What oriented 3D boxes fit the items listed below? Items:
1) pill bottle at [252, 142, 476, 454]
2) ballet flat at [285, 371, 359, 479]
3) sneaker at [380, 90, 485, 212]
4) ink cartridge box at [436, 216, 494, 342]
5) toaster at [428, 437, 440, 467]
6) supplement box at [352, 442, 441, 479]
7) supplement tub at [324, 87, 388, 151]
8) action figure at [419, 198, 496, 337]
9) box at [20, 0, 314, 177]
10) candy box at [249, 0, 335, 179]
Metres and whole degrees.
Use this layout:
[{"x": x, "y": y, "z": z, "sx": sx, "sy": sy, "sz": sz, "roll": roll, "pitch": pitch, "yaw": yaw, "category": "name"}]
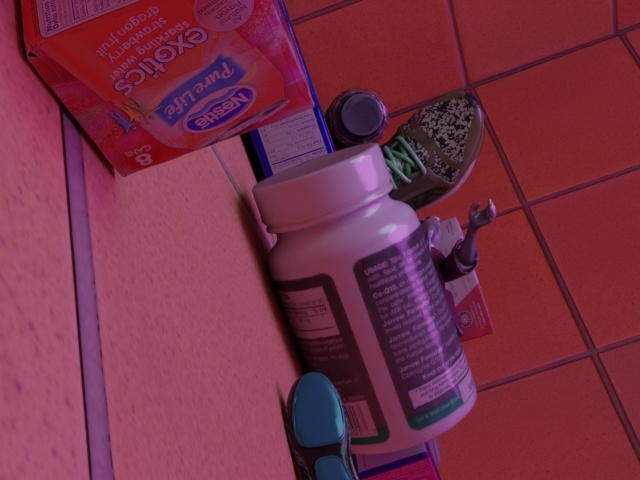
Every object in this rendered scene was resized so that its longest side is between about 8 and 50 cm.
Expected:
[{"x": 0.054, "y": 0.071, "z": 1.225, "sx": 0.204, "sy": 0.204, "sz": 0.361, "roll": -84, "pitch": 155, "yaw": -79, "category": "pill bottle"}, {"x": 0.001, "y": 0.224, "z": 0.964, "sx": 0.070, "sy": 0.070, "sz": 0.188, "roll": 66, "pitch": 9, "yaw": -47, "category": "ballet flat"}, {"x": 0.110, "y": -0.098, "z": 1.621, "sx": 0.158, "sy": 0.410, "sz": 0.182, "roll": 50, "pitch": 14, "yaw": 14, "category": "sneaker"}, {"x": 0.154, "y": 0.106, "z": 1.771, "sx": 0.117, "sy": 0.283, "sz": 0.207, "roll": -84, "pitch": 155, "yaw": -70, "category": "ink cartridge box"}, {"x": 0.121, "y": 0.295, "z": 1.598, "sx": 0.227, "sy": 0.129, "sz": 0.146, "roll": -106, "pitch": 179, "yaw": -55, "category": "toaster"}, {"x": 0.129, "y": 0.381, "z": 1.413, "sx": 0.111, "sy": 0.114, "sz": 0.220, "roll": -101, "pitch": 172, "yaw": -66, "category": "supplement box"}, {"x": 0.060, "y": -0.207, "z": 1.647, "sx": 0.198, "sy": 0.106, "sz": 0.106, "roll": -177, "pitch": -113, "yaw": -86, "category": "supplement tub"}, {"x": 0.162, "y": 0.092, "z": 1.522, "sx": 0.370, "sy": 0.248, "sz": 0.275, "roll": -66, "pitch": 149, "yaw": -54, "category": "action figure"}, {"x": -0.124, "y": -0.216, "z": 0.688, "sx": 0.142, "sy": 0.154, "sz": 0.300, "roll": 64, "pitch": 6, "yaw": -56, "category": "box"}, {"x": -0.069, "y": -0.231, "z": 1.523, "sx": 0.268, "sy": 0.122, "sz": 0.317, "roll": -98, "pitch": 170, "yaw": -83, "category": "candy box"}]
